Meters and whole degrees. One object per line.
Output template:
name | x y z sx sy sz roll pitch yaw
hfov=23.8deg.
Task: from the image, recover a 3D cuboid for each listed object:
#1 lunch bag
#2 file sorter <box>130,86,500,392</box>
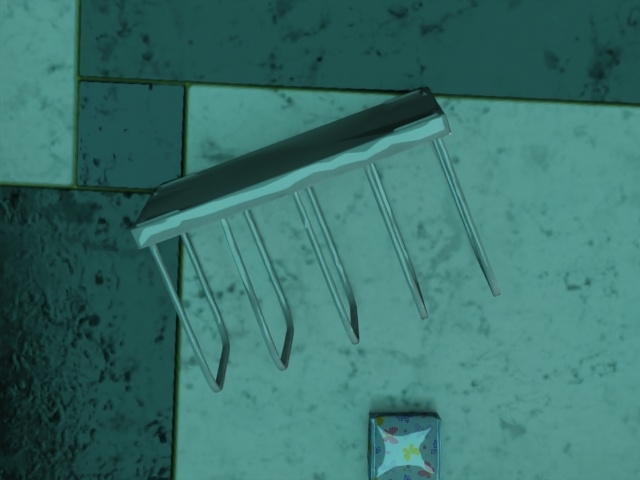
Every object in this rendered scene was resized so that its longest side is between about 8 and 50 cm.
lunch bag | 0.079 0.207 1.455 0.071 0.053 0.083 -1 89 -1
file sorter | 0.000 0.000 1.356 0.278 0.193 0.173 -20 101 4
